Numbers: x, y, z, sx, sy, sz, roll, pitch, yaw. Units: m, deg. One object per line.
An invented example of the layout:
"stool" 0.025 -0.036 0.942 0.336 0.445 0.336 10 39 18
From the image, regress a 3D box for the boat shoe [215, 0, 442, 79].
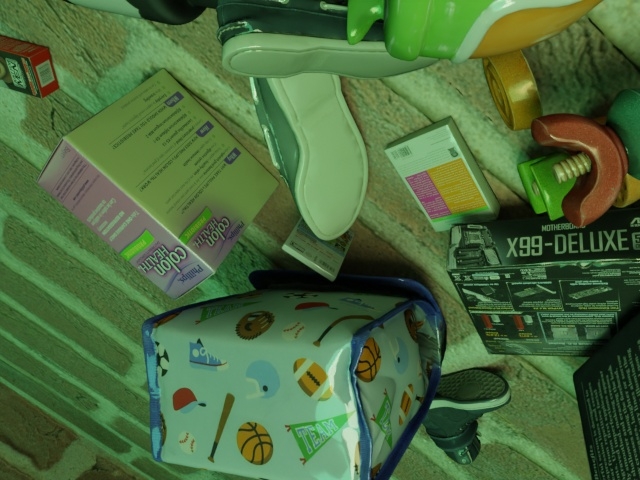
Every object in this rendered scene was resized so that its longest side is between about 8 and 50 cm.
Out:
"boat shoe" 0.017 -0.217 0.549 0.095 0.255 0.079 161 102 -71

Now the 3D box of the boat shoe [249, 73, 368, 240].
"boat shoe" -0.019 -0.141 0.700 0.099 0.116 0.319 39 155 45

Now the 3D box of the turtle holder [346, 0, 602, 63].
"turtle holder" 0.136 -0.301 0.403 0.228 0.320 0.243 2 165 5

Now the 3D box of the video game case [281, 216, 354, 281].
"video game case" 0.000 0.000 0.775 0.087 0.122 0.011 33 126 -4

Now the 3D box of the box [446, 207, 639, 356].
"box" 0.343 0.066 0.658 0.308 0.076 0.242 -6 142 30

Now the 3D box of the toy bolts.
"toy bolts" 0.275 -0.123 0.498 0.159 0.228 0.218 -22 98 13

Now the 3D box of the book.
"book" 0.161 -0.081 0.692 0.096 0.035 0.144 -17 119 39

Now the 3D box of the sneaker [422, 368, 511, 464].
"sneaker" 0.271 0.320 0.937 0.226 0.086 0.163 -25 104 49

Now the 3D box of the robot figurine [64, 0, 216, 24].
"robot figurine" -0.213 -0.327 0.553 0.278 0.173 0.209 17 137 13

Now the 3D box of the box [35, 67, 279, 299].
"box" -0.216 -0.082 0.745 0.243 0.213 0.117 44 133 -15

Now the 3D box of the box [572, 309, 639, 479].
"box" 0.477 0.167 0.498 0.294 0.211 0.395 5 144 4

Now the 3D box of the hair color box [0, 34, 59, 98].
"hair color box" -0.494 -0.280 0.827 0.141 0.043 0.072 18 135 12

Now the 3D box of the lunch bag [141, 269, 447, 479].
"lunch bag" -0.008 0.167 0.781 0.328 0.385 0.238 0 94 27
